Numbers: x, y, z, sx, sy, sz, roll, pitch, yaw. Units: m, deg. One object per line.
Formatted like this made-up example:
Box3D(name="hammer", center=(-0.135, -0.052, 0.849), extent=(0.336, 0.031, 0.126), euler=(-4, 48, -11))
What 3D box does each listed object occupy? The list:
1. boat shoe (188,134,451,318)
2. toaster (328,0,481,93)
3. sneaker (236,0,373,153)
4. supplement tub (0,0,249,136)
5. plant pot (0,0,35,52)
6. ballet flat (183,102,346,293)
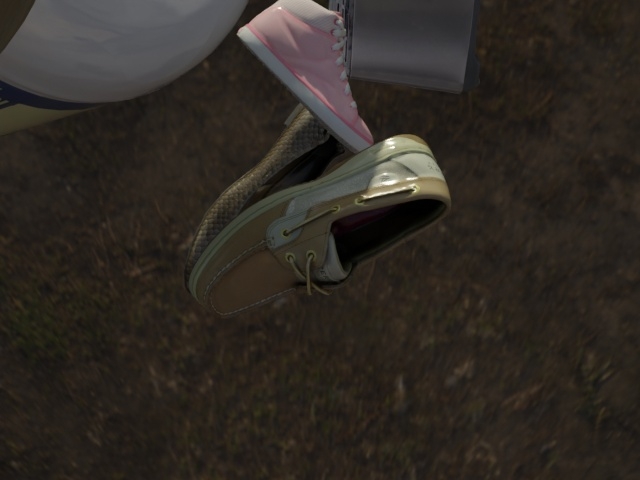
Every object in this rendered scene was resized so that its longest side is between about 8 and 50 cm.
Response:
Box3D(name="boat shoe", center=(0.000, 0.000, 0.662), extent=(0.135, 0.050, 0.045), euler=(-33, 49, 5))
Box3D(name="toaster", center=(0.082, -0.246, 1.306), extent=(0.146, 0.227, 0.129), euler=(1, 41, -2))
Box3D(name="sneaker", center=(0.007, -0.129, 1.040), extent=(0.070, 0.051, 0.134), euler=(-43, 89, -1))
Box3D(name="supplement tub", center=(-0.211, -0.153, 0.653), extent=(0.325, 0.235, 0.235), euler=(-11, 65, 38))
Box3D(name="plant pot", center=(-0.191, -0.097, 0.289), extent=(0.334, 0.305, 0.333), euler=(1, 105, 3))
Box3D(name="ballet flat", center=(-0.045, -0.041, 1.383), extent=(0.058, 0.084, 0.250), euler=(31, 78, 34))
